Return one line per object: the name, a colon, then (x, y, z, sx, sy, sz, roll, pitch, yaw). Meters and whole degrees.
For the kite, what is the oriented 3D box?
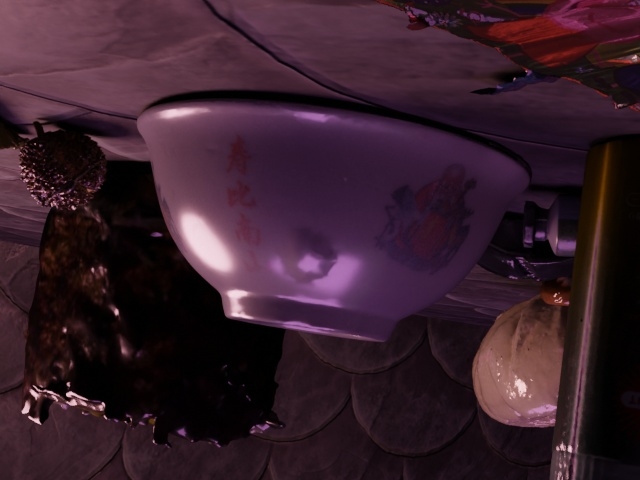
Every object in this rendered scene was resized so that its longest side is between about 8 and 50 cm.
kite: (0.148, -0.091, 0.451, 0.321, 0.016, 0.234, 13, 172, -32)

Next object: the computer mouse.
computer mouse: (0.233, 0.013, 0.998, 0.192, 0.062, 0.106, 9, 173, 6)

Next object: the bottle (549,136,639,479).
bottle: (0.205, 0.078, 0.629, 0.082, 0.286, 0.082, 8, 173, 1)

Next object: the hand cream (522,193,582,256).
hand cream: (0.303, -0.013, 0.791, 0.256, 0.055, 0.088, 0, 176, 12)

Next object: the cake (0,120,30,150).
cake: (-0.317, -0.106, 0.875, 0.051, 0.055, 0.140, 7, -170, 2)

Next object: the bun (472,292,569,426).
bun: (0.421, 0.187, 1.527, 0.365, 0.219, 0.365, -6, 165, -2)

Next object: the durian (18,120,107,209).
durian: (-0.241, -0.072, 0.870, 0.080, 0.091, 0.080, -21, -163, 7)

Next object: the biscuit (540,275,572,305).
biscuit: (0.426, 0.053, 1.077, 0.339, 0.047, 0.216, 0, 180, 11)

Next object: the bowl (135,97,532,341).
bowl: (0.000, 0.000, 0.800, 0.345, 0.157, 0.345, 8, 172, 1)

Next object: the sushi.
sushi: (-0.182, 0.083, 1.112, 0.299, 0.294, 0.281, 13, 173, -34)
